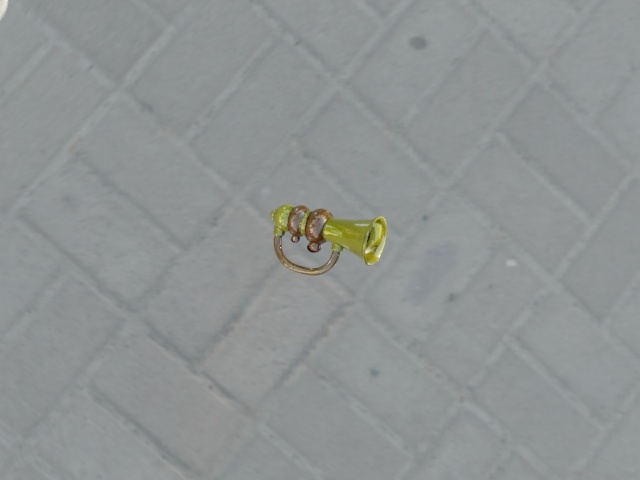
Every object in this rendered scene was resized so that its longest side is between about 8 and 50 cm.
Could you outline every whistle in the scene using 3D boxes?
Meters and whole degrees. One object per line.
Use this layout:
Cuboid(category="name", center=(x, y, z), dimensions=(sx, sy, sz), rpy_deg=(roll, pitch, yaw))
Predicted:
Cuboid(category="whistle", center=(0.004, -0.001, 1.237), dimensions=(0.046, 0.109, 0.057), rpy_deg=(-46, 137, -48))

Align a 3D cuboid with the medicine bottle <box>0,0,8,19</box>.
Cuboid(category="medicine bottle", center=(-0.398, -0.254, 1.445), dimensions=(0.079, 0.140, 0.079), rpy_deg=(-6, 98, -48))
